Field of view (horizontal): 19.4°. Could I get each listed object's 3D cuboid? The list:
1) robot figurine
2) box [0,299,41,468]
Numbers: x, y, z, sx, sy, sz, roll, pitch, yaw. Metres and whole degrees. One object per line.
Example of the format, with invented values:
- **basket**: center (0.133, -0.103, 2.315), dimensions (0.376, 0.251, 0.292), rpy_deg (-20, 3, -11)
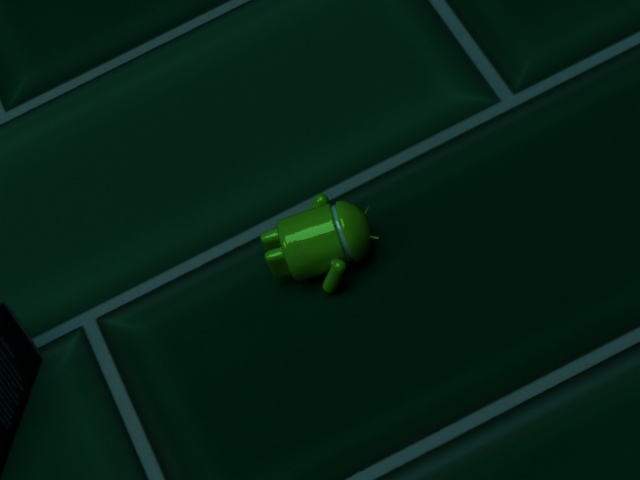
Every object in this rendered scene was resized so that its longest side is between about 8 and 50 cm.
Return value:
- **robot figurine**: center (0.000, 0.000, 1.888), dimensions (0.115, 0.067, 0.101), rpy_deg (-18, 51, 4)
- **box**: center (-0.391, 0.167, 1.861), dimensions (0.153, 0.108, 0.207), rpy_deg (0, 54, 19)
